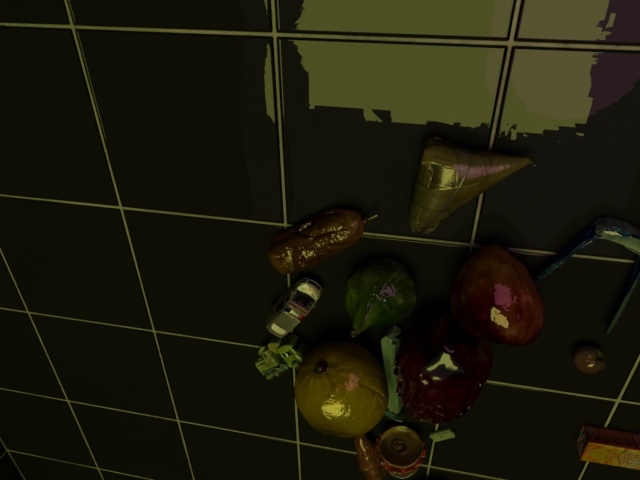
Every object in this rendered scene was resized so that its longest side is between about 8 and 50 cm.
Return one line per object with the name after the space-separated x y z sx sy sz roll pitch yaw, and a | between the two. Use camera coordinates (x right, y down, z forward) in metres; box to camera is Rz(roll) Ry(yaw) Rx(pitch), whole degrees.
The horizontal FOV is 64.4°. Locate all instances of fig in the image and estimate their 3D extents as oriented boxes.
0.150 0.169 1.345 0.203 0.235 0.203 9 124 14 | fig
0.436 0.147 1.273 0.224 0.224 0.263 -27 96 28 | fig

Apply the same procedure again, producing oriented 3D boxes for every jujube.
0.337 0.361 1.431 0.258 0.258 0.376 10 140 7 | jujube

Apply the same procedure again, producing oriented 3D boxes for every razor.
0.192 0.572 1.722 0.190 0.033 0.066 16 160 13 | razor

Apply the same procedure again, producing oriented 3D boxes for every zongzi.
0.342 -0.115 1.189 0.256 0.115 0.228 4 129 -2 | zongzi

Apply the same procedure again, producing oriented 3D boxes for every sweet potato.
0.174 0.784 1.849 0.097 0.097 0.251 -13 115 22 | sweet potato

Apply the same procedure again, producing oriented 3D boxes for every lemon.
0.064 0.446 1.529 0.297 0.297 0.297 7 125 10 | lemon

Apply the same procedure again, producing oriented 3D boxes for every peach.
0.739 0.329 1.399 0.083 0.083 0.083 7 125 10 | peach

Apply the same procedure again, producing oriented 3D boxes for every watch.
0.708 0.091 1.252 0.276 0.068 0.274 29 126 -7 | watch

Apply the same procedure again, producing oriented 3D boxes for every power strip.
0.420 0.670 1.752 0.090 0.016 0.040 -27 113 27 | power strip

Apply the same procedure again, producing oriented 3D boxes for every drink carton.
0.927 0.644 1.573 0.223 0.071 0.096 7 124 10 | drink carton

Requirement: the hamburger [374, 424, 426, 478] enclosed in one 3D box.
0.277 0.732 1.750 0.175 0.175 0.137 2 137 13 | hamburger

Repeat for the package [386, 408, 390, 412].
0.209 0.549 1.724 0.110 0.015 0.037 40 119 -16 | package

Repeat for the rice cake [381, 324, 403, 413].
0.229 0.405 1.584 0.063 0.066 0.336 15 128 29 | rice cake

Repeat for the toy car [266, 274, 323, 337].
-0.077 0.194 1.495 0.089 0.108 0.209 37 124 -12 | toy car

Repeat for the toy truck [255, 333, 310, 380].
-0.134 0.368 1.647 0.191 0.085 0.116 -31 103 32 | toy truck

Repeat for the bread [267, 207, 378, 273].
0.001 -0.002 1.357 0.344 0.084 0.124 -24 115 27 | bread
